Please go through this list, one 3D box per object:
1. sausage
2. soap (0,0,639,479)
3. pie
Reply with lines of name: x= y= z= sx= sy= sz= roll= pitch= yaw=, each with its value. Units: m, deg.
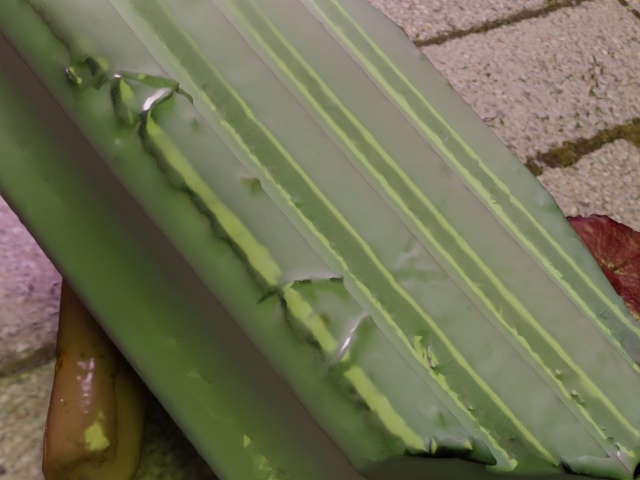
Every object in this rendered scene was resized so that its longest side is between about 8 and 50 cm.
sausage: x=-0.140 y=0.025 z=0.670 sx=0.066 sy=0.066 sz=0.301 roll=5 pitch=50 yaw=-16
soap: x=0.000 y=0.000 z=0.628 sx=0.446 sy=0.156 sz=0.261 roll=48 pitch=40 yaw=14
pie: x=0.221 y=0.039 z=0.802 sx=0.154 sy=0.036 sz=0.154 roll=10 pitch=47 yaw=-11
